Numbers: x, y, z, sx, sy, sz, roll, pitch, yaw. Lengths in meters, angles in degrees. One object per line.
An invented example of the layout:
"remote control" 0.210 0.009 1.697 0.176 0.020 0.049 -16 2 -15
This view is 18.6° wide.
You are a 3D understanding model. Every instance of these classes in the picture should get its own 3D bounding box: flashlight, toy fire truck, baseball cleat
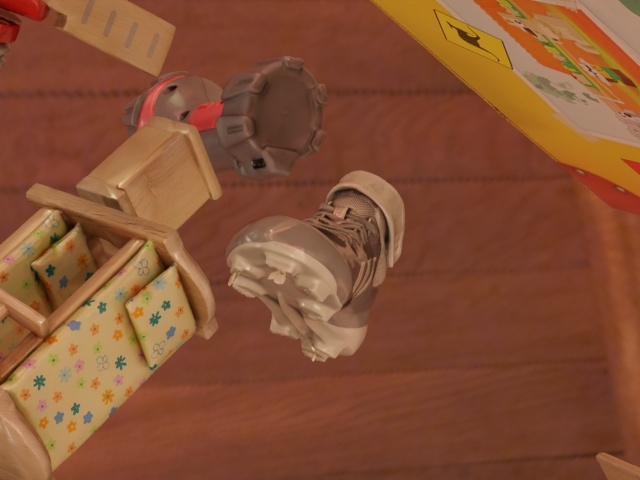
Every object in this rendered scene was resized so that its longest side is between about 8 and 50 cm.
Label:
"flashlight" -0.082 -0.107 1.674 0.103 0.304 0.103 -41 102 -19
"toy fire truck" -0.248 -0.138 1.431 0.246 0.158 0.217 20 105 -2
"baseball cleat" 0.000 0.000 1.070 0.072 0.206 0.109 22 77 9

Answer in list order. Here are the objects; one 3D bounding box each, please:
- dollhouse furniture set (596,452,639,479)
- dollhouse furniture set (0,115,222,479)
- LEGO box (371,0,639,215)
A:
"dollhouse furniture set" 0.337 0.195 1.555 0.151 0.123 0.144 -38 115 -18
"dollhouse furniture set" -0.107 -0.019 0.807 0.182 0.101 0.161 -46 134 -29
"LEGO box" 0.155 -0.178 0.844 0.500 0.372 0.193 36 80 -37
